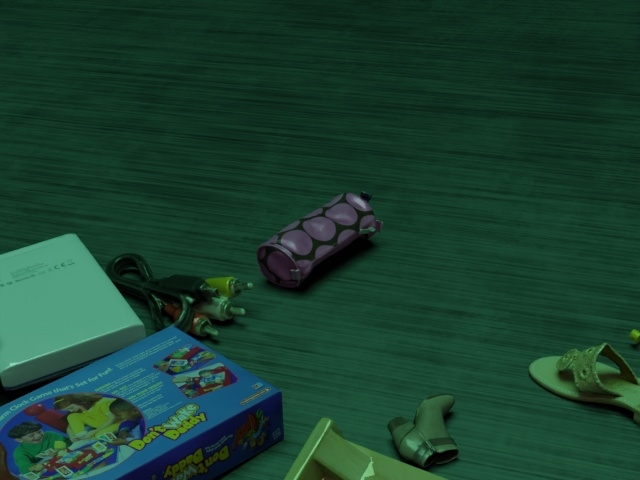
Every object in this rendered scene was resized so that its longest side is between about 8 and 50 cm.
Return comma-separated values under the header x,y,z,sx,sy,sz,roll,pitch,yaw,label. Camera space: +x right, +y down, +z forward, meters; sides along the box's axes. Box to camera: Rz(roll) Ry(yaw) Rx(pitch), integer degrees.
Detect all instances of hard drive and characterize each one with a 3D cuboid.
x,y,z,sx,sy,sz,roll,pitch,yaw,label
-0.414,0.097,1.878,0.210,0.040,0.318,-18,32,-21,hard drive

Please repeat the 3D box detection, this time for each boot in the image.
x,y,z,sx,sy,sz,roll,pitch,yaw,label
0.146,0.244,1.596,0.118,0.042,0.087,-23,41,-26,boot

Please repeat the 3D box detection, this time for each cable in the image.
x,y,z,sx,sy,sz,roll,pitch,yaw,label
-0.239,0.092,1.929,0.287,0.072,0.139,7,47,43,cable

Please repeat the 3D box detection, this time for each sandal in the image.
x,y,z,sx,sy,sz,roll,pitch,yaw,label
0.380,0.171,1.638,0.240,0.079,0.088,23,40,40,sandal

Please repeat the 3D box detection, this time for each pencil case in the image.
x,y,z,sx,sy,sz,roll,pitch,yaw,label
0.000,0.000,1.990,0.098,0.095,0.209,34,48,26,pencil case

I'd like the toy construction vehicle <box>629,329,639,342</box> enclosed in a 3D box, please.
x,y,z,sx,sy,sz,roll,pitch,yaw,label
0.489,0.130,1.744,0.098,0.035,0.086,-30,49,-31,toy construction vehicle

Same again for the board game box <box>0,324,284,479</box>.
x,y,z,sx,sy,sz,roll,pitch,yaw,label
-0.252,0.245,1.594,0.347,0.078,0.233,-25,35,-36,board game box

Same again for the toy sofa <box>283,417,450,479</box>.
x,y,z,sx,sy,sz,roll,pitch,yaw,label
0.132,0.341,1.352,0.362,0.177,0.150,16,61,32,toy sofa

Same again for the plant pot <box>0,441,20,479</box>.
x,y,z,sx,sy,sz,roll,pitch,yaw,label
-0.481,0.306,1.356,0.272,0.272,0.265,21,38,37,plant pot

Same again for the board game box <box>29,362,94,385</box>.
x,y,z,sx,sy,sz,roll,pitch,yaw,label
-0.385,0.160,1.834,0.154,0.026,0.103,-16,31,-17,board game box
